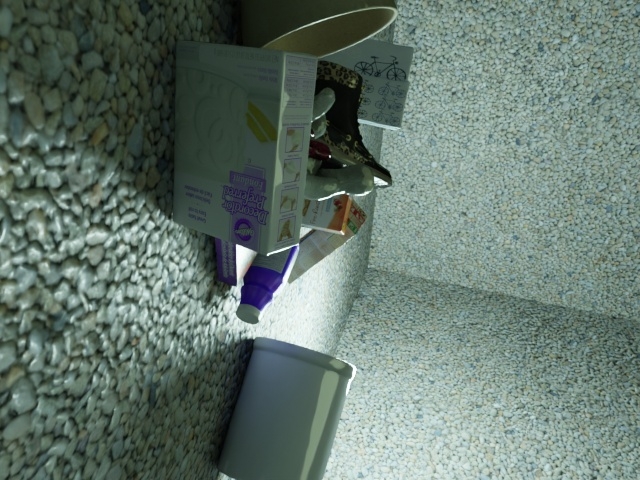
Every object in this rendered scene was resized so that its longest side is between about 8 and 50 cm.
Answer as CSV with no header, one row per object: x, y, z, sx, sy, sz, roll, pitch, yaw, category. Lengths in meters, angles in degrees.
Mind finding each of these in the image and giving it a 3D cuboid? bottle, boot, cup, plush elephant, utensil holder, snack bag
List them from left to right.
-0.149,0.094,1.393,0.092,0.118,0.283,86,18,-50,bottle
-0.100,0.521,1.516,0.327,0.327,0.385,70,35,-66,utensil holder
-0.066,-0.222,1.065,0.255,0.330,0.272,99,-32,-60,plush elephant
-0.031,-0.528,1.053,0.331,0.331,0.237,-42,116,-70,cup
0.088,-0.321,1.483,0.377,0.138,0.284,17,74,-40,boot
0.133,-0.528,1.633,0.037,0.323,0.343,93,12,-68,snack bag

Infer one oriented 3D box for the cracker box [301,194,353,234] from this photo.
-0.029,-0.116,1.479,0.067,0.232,0.156,37,64,-75,cracker box

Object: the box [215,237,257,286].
-0.167,-0.058,1.249,0.201,0.057,0.293,97,14,-46,box

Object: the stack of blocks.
0.000,0.000,1.639,0.297,0.087,0.171,-38,-174,28,stack of blocks

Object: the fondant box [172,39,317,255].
-0.142,-0.166,0.893,0.096,0.238,0.330,-22,123,-53,fondant box
